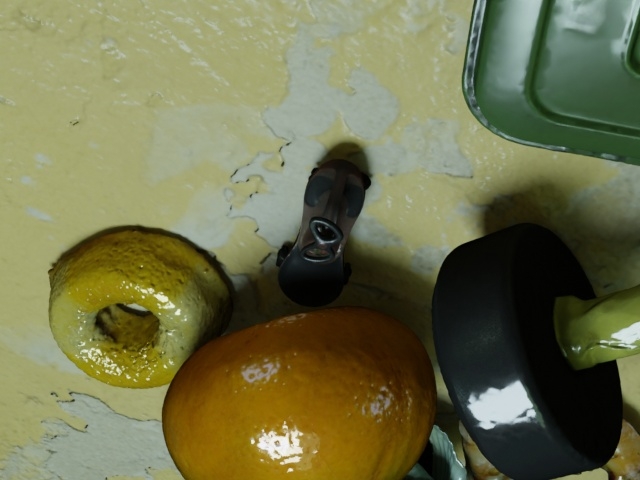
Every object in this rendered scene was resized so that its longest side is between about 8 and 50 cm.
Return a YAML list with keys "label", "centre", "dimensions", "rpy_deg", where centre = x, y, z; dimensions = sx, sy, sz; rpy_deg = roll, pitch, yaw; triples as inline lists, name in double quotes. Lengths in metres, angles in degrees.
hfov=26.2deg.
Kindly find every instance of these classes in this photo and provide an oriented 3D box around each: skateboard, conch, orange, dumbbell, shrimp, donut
- label: "skateboard"
  centre: [0.000, 0.000, 1.126]
  dimensions: [0.067, 0.080, 0.151]
  rpy_deg: [15, 136, 0]
- label: "conch"
  centre: [0.061, 0.221, 1.313]
  dimensions: [0.153, 0.102, 0.135]
  rpy_deg: [-21, 101, 6]
- label: "orange"
  centre: [-0.016, 0.152, 1.179]
  dimensions: [0.240, 0.240, 0.171]
  rpy_deg: [-17, 83, 28]
- label: "dumbbell"
  centre: [0.266, 0.053, 1.027]
  dimensions: [0.322, 0.204, 0.204]
  rpy_deg: [-20, 126, 29]
- label: "shrimp"
  centre: [0.222, 0.233, 1.314]
  dimensions: [0.178, 0.075, 0.289]
  rpy_deg: [2, 121, 9]
- label: "donut"
  centre: [-0.168, 0.069, 1.246]
  dimensions: [0.162, 0.065, 0.178]
  rpy_deg: [37, 132, -20]

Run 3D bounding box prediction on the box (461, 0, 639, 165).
- label: "box"
  centre: [0.263, -0.177, 0.827]
  dimensions: [0.328, 0.178, 0.253]
  rpy_deg: [9, 136, 3]
